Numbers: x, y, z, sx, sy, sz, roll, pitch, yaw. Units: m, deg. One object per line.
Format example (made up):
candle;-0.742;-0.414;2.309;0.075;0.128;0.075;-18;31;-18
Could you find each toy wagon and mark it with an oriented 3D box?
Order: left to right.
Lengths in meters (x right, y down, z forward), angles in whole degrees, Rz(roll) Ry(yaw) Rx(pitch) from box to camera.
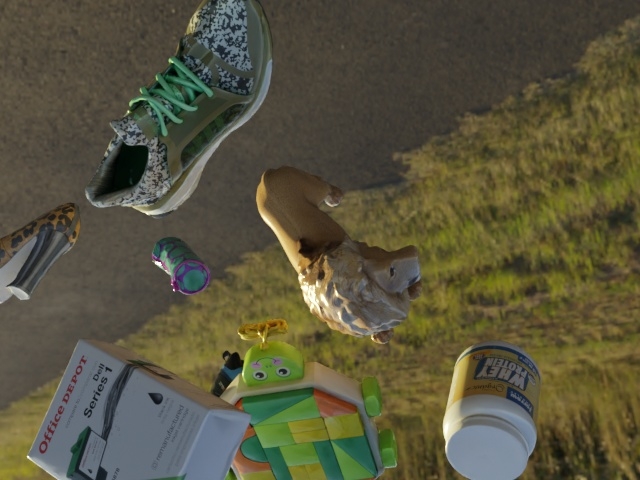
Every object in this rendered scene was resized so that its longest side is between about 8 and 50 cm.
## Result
toy wagon;-0.043;0.255;1.154;0.267;0.068;0.344;-10;128;9

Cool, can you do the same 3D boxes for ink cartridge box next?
ink cartridge box;-0.213;0.228;0.941;0.220;0.160;0.093;20;174;31

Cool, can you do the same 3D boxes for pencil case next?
pencil case;-0.246;0.043;1.422;0.070;0.064;0.152;-23;-156;-19

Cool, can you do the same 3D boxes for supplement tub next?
supplement tub;0.275;0.272;1.302;0.145;0.199;0.144;8;123;13

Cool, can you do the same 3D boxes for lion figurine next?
lion figurine;0.000;0.000;1.069;0.142;0.392;0.240;-52;139;4

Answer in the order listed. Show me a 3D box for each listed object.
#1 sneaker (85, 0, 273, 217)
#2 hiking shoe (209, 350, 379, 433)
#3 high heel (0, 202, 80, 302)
sneaker;-0.213;-0.182;1.177;0.410;0.158;0.182;-56;168;26
hiking shoe;-0.046;0.258;1.322;0.304;0.132;0.113;10;153;17
high heel;-0.525;0.012;1.393;0.261;0.186;0.093;2;142;35
